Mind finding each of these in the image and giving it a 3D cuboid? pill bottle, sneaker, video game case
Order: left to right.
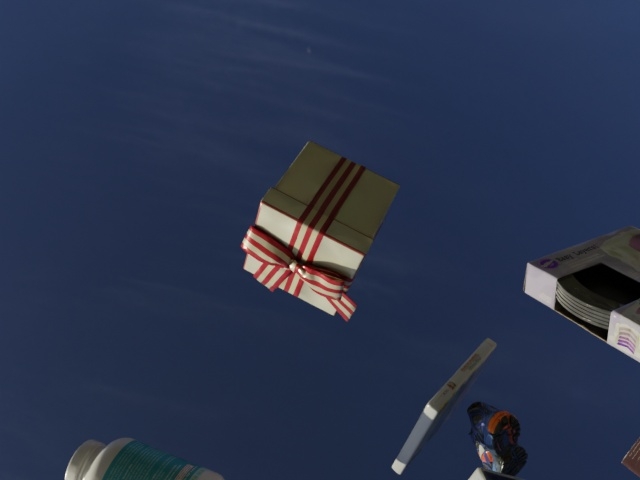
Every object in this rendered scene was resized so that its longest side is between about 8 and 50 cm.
[{"bbox_3d":[-0.315,0.444,1.131,0.264,0.146,0.146,17,-119,13],"label":"pill bottle"},{"bbox_3d":[0.225,0.304,1.160,0.026,0.226,0.206,37,-133,22],"label":"video game case"},{"bbox_3d":[0.319,0.371,1.162,0.083,0.221,0.087,-29,-143,-20],"label":"sneaker"}]

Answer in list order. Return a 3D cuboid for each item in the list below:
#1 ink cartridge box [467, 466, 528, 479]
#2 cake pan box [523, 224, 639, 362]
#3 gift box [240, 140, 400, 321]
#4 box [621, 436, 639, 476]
[{"bbox_3d":[0.211,0.365,0.711,0.224,0.223,0.045,20,-155,-19],"label":"ink cartridge box"},{"bbox_3d":[0.505,0.077,1.020,0.267,0.070,0.246,-16,-152,-21],"label":"cake pan box"},{"bbox_3d":[0.000,0.000,1.327,0.255,0.276,0.258,24,-132,9],"label":"gift box"},{"bbox_3d":[0.785,0.480,1.339,0.168,0.203,0.167,37,-90,9],"label":"box"}]
